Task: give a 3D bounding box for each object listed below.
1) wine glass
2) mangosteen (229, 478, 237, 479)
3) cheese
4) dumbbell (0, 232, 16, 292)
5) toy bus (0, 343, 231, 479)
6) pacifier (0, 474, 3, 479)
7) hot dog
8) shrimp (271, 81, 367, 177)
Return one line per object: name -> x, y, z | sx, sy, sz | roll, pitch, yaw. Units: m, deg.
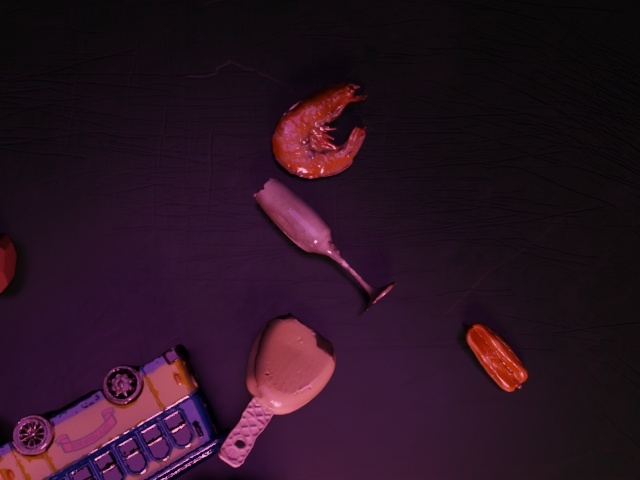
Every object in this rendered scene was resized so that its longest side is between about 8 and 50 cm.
wine glass -> 0.000, 0.000, 1.172 | 0.262, 0.074, 0.074 | 44, 79, 5
mangosteen -> -0.140, 0.436, 1.016 | 0.228, 0.228, 0.265 | -39, 48, -11
cheese -> -0.071, 0.215, 1.068 | 0.127, 0.054, 0.251 | 35, 44, 2
dumbbell -> -0.570, 0.030, 1.101 | 0.230, 0.092, 0.082 | 2, 51, -6
toy bus -> -0.286, 0.279, 1.055 | 0.287, 0.138, 0.175 | -29, 83, -10
pacifier -> -0.547, 0.394, 0.974 | 0.220, 0.273, 0.332 | 24, 77, 16
hot dog -> 0.274, 0.178, 1.181 | 0.056, 0.041, 0.133 | -39, 91, -3
shrimp -> 0.009, -0.178, 1.220 | 0.187, 0.051, 0.132 | -41, 105, -6
